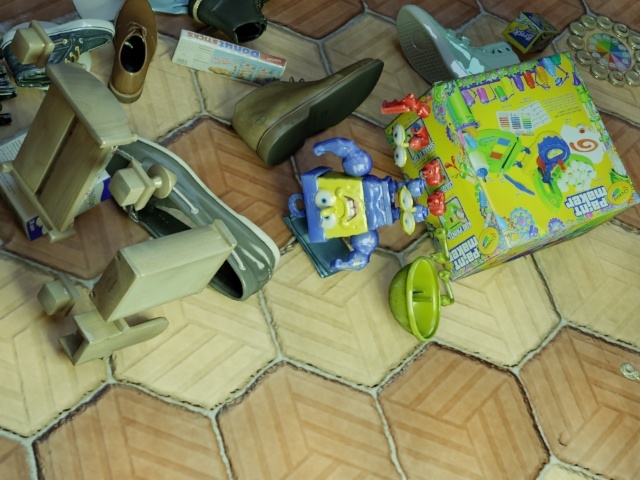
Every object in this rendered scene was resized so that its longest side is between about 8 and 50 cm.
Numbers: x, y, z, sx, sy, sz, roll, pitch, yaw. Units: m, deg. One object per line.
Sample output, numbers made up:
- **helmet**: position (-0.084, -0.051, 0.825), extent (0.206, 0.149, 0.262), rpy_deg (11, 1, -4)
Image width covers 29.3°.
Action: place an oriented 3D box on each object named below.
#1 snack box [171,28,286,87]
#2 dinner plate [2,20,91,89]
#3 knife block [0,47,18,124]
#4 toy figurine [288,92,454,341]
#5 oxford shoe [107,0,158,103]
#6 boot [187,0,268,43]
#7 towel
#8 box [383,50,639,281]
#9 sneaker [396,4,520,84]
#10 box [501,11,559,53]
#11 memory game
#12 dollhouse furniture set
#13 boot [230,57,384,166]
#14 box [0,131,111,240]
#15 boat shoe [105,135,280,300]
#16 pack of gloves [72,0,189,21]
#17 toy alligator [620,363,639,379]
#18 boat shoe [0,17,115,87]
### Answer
- **snack box**: position (-0.150, -0.294, 2.005), extent (0.178, 0.064, 0.022), rpy_deg (15, 54, -13)
- **dinner plate**: position (-0.429, -0.295, 1.921), extent (0.141, 0.017, 0.141), rpy_deg (10, 54, -14)
- **knife block**: position (-0.584, -0.225, 1.761), extent (0.276, 0.088, 0.242), rpy_deg (27, 50, -3)
- **toy figurine**: position (0.064, -0.036, 1.845), extent (0.217, 0.362, 0.191), rpy_deg (-2, 17, 20)
- **oxford shoe**: position (-0.293, -0.322, 1.957), extent (0.076, 0.076, 0.212), rpy_deg (9, 54, -15)
- **boot**: position (-0.104, -0.391, 2.061), extent (0.198, 0.077, 0.137), rpy_deg (-31, 48, -23)
- **towel**: position (0.000, 0.000, 1.885), extent (0.067, 0.029, 0.119), rpy_deg (-21, 67, -35)
- **box**: position (0.306, -0.121, 1.968), extent (0.290, 0.177, 0.279), rpy_deg (-17, 78, -31)
- **sneaker**: position (0.254, -0.336, 2.184), extent (0.151, 0.094, 0.256), rpy_deg (-39, 87, -31)
- **box**: position (0.387, -0.381, 2.249), extent (0.059, 0.054, 0.169), rpy_deg (43, 20, 9)
- **memory game**: position (0.566, -0.372, 2.394), extent (0.186, 0.012, 0.186), rpy_deg (11, 54, -16)
- **dollhouse furniture set**: position (-0.299, -0.068, 1.646), extent (0.174, 0.303, 0.355), rpy_deg (-17, 63, -46)
- **boot**: position (-0.018, -0.240, 2.004), extent (0.115, 0.112, 0.305), rpy_deg (40, 53, 21)
- **box**: position (-0.386, -0.090, 1.739), extent (0.137, 0.072, 0.126), rpy_deg (-31, 72, -18)
- **boat shoe**: position (-0.211, -0.038, 1.772), extent (0.335, 0.112, 0.095), rpy_deg (36, 46, 0)
- **pack of gloves**: position (-0.316, -0.459, 2.064), extent (0.232, 0.046, 0.195), rpy_deg (-11, 61, -28)
- **toy alligator**: position (0.566, 0.243, 1.938), extent (0.190, 0.051, 0.056), rpy_deg (34, 50, 2)
- **boat shoe**: position (-0.394, -0.284, 1.882), extent (0.183, 0.065, 0.083), rpy_deg (-15, 73, -27)
